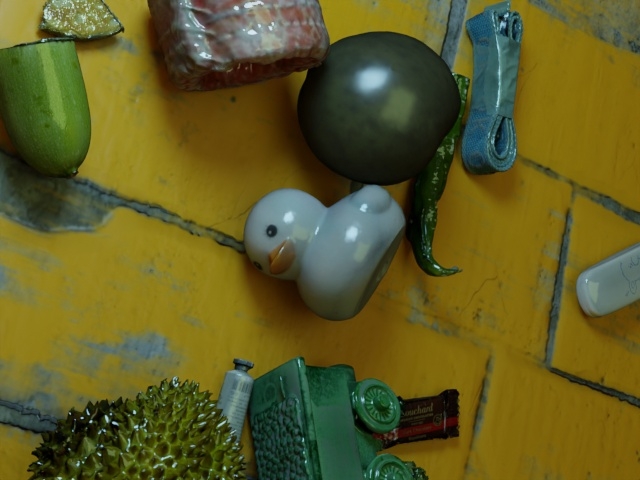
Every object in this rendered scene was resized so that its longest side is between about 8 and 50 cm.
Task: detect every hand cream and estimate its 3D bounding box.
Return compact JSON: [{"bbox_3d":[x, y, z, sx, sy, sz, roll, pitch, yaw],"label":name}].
[{"bbox_3d":[-0.133,0.263,1.699,0.067,0.042,0.194,25,75,-37],"label":"hand cream"}]

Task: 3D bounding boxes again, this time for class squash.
[{"bbox_3d":[-0.352,-0.170,1.566,0.123,0.123,0.186,-19,97,-35],"label":"squash"}]

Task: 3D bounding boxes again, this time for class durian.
[{"bbox_3d":[-0.223,0.293,1.515,0.293,0.258,0.258,-30,100,-39],"label":"durian"}]

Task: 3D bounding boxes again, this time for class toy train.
[{"bbox_3d":[0.019,0.299,1.708,0.202,0.145,0.266,9,61,-37],"label":"toy train"}]

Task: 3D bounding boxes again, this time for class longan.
[{"bbox_3d":[0.092,-0.197,1.797,0.248,0.248,0.248,6,80,-34],"label":"longan"}]

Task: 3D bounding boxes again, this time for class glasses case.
[{"bbox_3d":[0.547,0.067,2.175,0.233,0.059,0.092,-20,96,-34],"label":"glasses case"}]

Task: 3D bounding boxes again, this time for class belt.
[{"bbox_3d":[0.289,-0.259,2.039,0.087,0.072,0.302,12,76,-35],"label":"belt"}]

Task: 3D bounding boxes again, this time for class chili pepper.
[{"bbox_3d":[0.190,-0.108,1.950,0.085,0.076,0.359,10,73,-13],"label":"chili pepper"}]

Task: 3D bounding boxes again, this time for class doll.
[{"bbox_3d":[0.000,0.000,1.759,0.221,0.221,0.251,63,34,-10],"label":"doll"}]

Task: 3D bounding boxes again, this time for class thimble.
[{"bbox_3d":[-0.115,-0.306,1.681,0.239,0.239,0.162,-12,90,-35],"label":"thimble"}]

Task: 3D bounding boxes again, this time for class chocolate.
[{"bbox_3d":[0.146,0.280,1.892,0.182,0.028,0.086,-7,94,-34],"label":"chocolate"}]

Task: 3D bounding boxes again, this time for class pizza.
[{"bbox_3d":[-0.331,-0.324,1.656,0.123,0.026,0.108,-3,82,-32],"label":"pizza"}]

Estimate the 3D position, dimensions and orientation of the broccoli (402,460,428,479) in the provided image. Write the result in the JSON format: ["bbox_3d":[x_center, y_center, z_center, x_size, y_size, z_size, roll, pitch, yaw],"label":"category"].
[{"bbox_3d":[0.139,0.406,1.808,0.162,0.138,0.146,65,18,4],"label":"broccoli"}]
